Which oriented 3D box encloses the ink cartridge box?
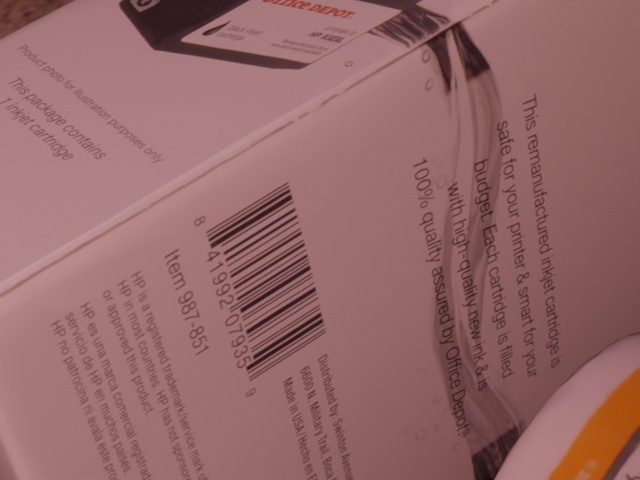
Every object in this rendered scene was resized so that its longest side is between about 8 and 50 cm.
[{"bbox_3d":[0.000,0.000,0.639,0.307,0.223,0.129,-32,44,-21],"label":"ink cartridge box"}]

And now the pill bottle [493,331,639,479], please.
[{"bbox_3d":[0.184,0.145,0.483,0.278,0.162,0.162,25,54,34],"label":"pill bottle"}]
